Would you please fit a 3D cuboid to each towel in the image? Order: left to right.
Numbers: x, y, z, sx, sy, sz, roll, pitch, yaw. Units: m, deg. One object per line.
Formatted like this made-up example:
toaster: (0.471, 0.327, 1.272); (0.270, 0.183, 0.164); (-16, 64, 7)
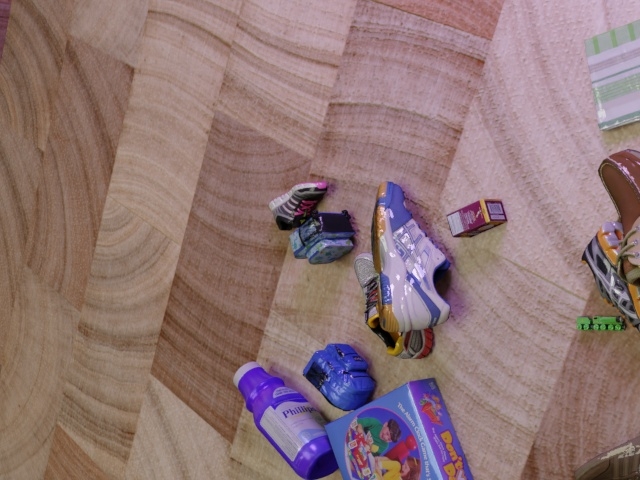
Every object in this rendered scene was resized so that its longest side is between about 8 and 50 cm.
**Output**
towel: (0.466, -0.251, 1.509); (0.113, 0.023, 0.152); (-14, 79, 42)

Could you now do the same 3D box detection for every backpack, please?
backpack: (0.000, 0.000, 1.913); (0.114, 0.105, 0.084); (-33, 67, 43)
backpack: (0.041, 0.260, 1.883); (0.120, 0.098, 0.101); (47, 118, 35)

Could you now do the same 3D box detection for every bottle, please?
bottle: (-0.070, 0.353, 1.981); (0.283, 0.118, 0.092); (43, 120, 36)

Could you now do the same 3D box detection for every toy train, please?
toy train: (0.437, 0.129, 1.545); (0.083, 0.017, 0.024); (-5, 77, 45)

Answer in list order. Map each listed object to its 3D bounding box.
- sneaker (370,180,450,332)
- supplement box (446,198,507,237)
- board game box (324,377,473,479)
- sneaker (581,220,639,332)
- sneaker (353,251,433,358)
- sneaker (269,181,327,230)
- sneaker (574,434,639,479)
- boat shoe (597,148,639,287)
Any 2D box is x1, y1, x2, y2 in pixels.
sneaker: (0.162, 0.028, 1.770); (0.112, 0.131, 0.296); (93, 174, -62)
supplement box: (0.265, -0.038, 1.684); (0.083, 0.055, 0.043); (-26, 73, 43)
board game box: (0.162, 0.452, 1.779); (0.233, 0.078, 0.347); (-35, 67, 40)
sneaker: (0.465, 0.078, 1.480); (0.083, 0.084, 0.215); (-51, 53, 48)
sneaker: (0.120, 0.114, 1.805); (0.088, 0.092, 0.225); (-50, 57, 34)
sneaker: (-0.039, -0.066, 1.982); (0.170, 0.063, 0.075); (-27, 72, 47)
sneaker: (0.465, 0.340, 1.485); (0.188, 0.066, 0.071); (-42, 64, 38)
boat shoe: (0.481, 0.018, 1.396); (0.122, 0.120, 0.324); (84, 160, -64)
